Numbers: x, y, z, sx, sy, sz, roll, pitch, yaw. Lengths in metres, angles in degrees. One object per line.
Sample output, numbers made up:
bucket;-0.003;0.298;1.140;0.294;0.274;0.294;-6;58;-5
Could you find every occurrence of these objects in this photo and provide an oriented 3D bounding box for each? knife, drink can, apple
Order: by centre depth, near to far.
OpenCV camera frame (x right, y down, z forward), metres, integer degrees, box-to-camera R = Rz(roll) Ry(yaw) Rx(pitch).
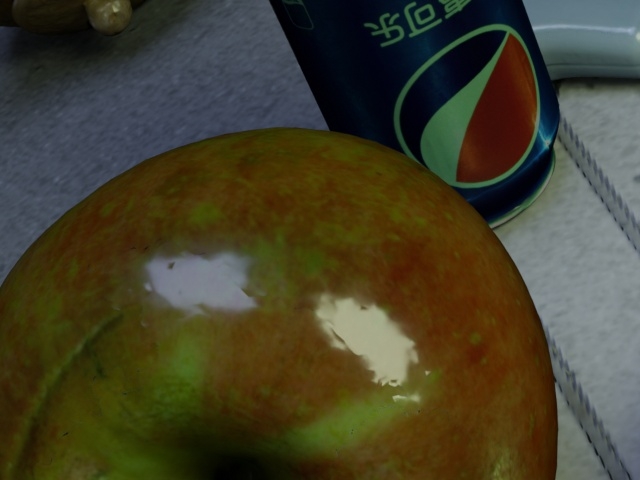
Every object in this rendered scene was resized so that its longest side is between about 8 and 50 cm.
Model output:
apple;-0.019;0.076;0.729;0.246;0.246;0.226;-18;9;15
drink can;0.044;-0.103;0.877;0.118;0.205;0.118;-16;39;14
knife;0.205;-0.089;0.899;0.331;0.044;0.080;14;54;38

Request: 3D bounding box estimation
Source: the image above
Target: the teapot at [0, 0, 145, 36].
teapot;-0.158;-0.213;1.189;0.311;0.167;0.203;-20;-14;-28
